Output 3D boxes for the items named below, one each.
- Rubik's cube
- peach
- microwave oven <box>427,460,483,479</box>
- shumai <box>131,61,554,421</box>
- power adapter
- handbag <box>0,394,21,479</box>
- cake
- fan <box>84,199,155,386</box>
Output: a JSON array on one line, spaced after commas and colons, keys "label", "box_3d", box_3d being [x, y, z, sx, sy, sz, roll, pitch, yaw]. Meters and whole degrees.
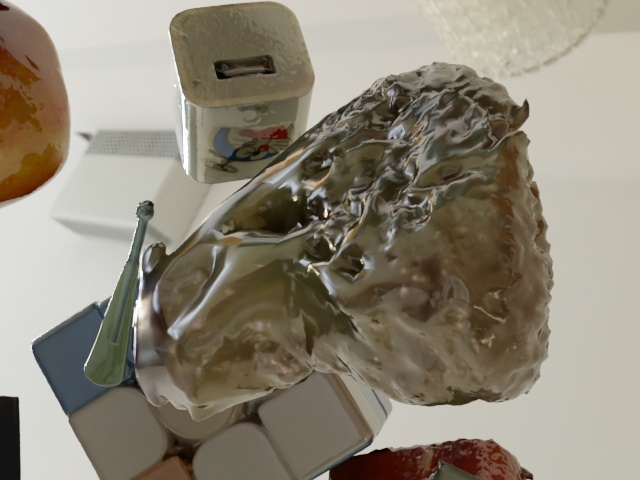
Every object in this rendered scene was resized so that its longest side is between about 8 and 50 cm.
[{"label": "Rubik's cube", "box_3d": [-0.133, 0.199, 1.302, 0.344, 0.346, 0.347, -33, -97, 6]}, {"label": "peach", "box_3d": [-0.427, -0.159, 1.015, 0.249, 0.275, 0.245, 27, -60, 47]}, {"label": "microwave oven", "box_3d": [0.097, 0.295, 0.679, 0.123, 0.162, 0.208, 21, -115, 21]}, {"label": "shumai", "box_3d": [-0.004, -0.001, 0.646, 0.283, 0.217, 0.346, -5, -156, 1]}, {"label": "power adapter", "box_3d": [-0.085, -0.129, 0.944, 0.130, 0.205, 0.125, -10, -118, -12]}, {"label": "handbag", "box_3d": [-0.612, 0.371, 1.381, 0.122, 0.303, 0.329, -25, -116, 36]}, {"label": "cake", "box_3d": [0.144, 0.367, 1.186, 0.283, 0.177, 0.150, -15, -146, 16]}, {"label": "fan", "box_3d": [-0.177, 0.051, 0.814, 0.016, 0.038, 0.193, -107, -148, -62]}]
